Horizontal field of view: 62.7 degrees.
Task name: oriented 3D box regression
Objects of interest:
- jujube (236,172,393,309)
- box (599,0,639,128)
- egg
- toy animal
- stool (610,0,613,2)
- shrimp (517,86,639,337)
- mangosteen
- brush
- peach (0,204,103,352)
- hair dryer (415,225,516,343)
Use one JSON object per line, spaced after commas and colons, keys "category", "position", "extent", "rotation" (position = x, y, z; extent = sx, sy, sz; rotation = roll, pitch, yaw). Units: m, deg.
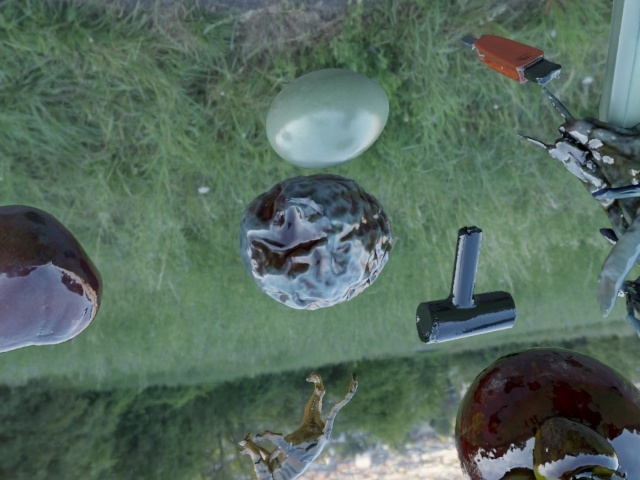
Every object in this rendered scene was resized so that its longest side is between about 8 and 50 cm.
{"category": "jujube", "position": [0.000, 0.000, 0.844], "extent": [0.226, 0.226, 0.317], "rotation": [-12, 175, 14]}
{"category": "box", "position": [0.312, -0.161, 0.329], "extent": [0.225, 0.117, 0.225], "rotation": [5, 133, 24]}
{"category": "egg", "position": [0.009, -0.146, 0.629], "extent": [0.152, 0.114, 0.114], "rotation": [-22, 153, -8]}
{"category": "toy animal", "position": [-0.029, 0.306, 0.815], "extent": [0.255, 0.116, 0.114], "rotation": [-45, 178, 10]}
{"category": "stool", "position": [0.700, -0.551, 0.985], "extent": [0.179, 0.179, 0.264], "rotation": [8, 120, -22]}
{"category": "shrimp", "position": [0.295, 0.045, 0.310], "extent": [0.410, 0.166, 0.221], "rotation": [34, 125, 8]}
{"category": "mangosteen", "position": [0.247, 0.235, 0.556], "extent": [0.215, 0.215, 0.257], "rotation": [-18, -169, 24]}
{"category": "brush", "position": [0.395, -0.405, 1.144], "extent": [0.070, 0.323, 0.051], "rotation": [-37, 127, 2]}
{"category": "peach", "position": [-0.287, 0.042, 0.504], "extent": [0.152, 0.152, 0.152], "rotation": [-3, 152, -2]}
{"category": "hair dryer", "position": [0.302, 0.088, 1.073], "extent": [0.197, 0.089, 0.251], "rotation": [-7, 116, -8]}
